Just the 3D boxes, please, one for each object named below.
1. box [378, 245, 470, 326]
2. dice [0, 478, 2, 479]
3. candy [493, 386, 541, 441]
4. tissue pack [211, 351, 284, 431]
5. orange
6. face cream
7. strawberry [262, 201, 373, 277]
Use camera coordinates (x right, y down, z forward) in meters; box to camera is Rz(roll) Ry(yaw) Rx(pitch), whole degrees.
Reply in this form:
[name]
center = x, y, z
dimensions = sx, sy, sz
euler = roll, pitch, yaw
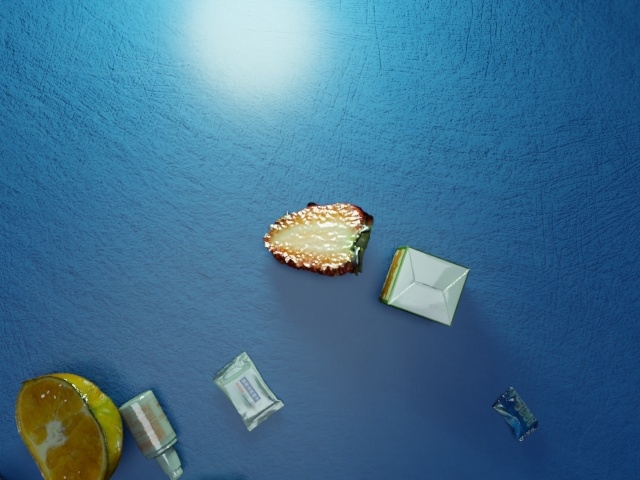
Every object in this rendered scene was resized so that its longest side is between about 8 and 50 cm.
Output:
[box]
center = 0.296, 0.131, 1.642
dimensions = 0.194, 0.148, 0.178
euler = 19, 87, -4
[dice]
center = -0.970, 0.718, 1.412
dimensions = 0.270, 0.270, 0.271
euler = 36, 84, -2
[candy]
center = 0.586, 0.520, 1.696
dimensions = 0.088, 0.038, 0.136
euler = -35, 80, -10
[tissue pack]
center = -0.210, 0.434, 1.630
dimensions = 0.122, 0.026, 0.193
euler = -37, 90, -8
[orange]
center = -0.643, 0.503, 1.470
dimensions = 0.274, 0.274, 0.310
euler = -25, 47, -7
[face cream]
center = -0.452, 0.546, 1.561
dimensions = 0.101, 0.101, 0.252
euler = -30, 89, -7
[strawberry]
center = 0.000, 0.000, 1.651
dimensions = 0.306, 0.138, 0.234
euler = 7, 64, 20
